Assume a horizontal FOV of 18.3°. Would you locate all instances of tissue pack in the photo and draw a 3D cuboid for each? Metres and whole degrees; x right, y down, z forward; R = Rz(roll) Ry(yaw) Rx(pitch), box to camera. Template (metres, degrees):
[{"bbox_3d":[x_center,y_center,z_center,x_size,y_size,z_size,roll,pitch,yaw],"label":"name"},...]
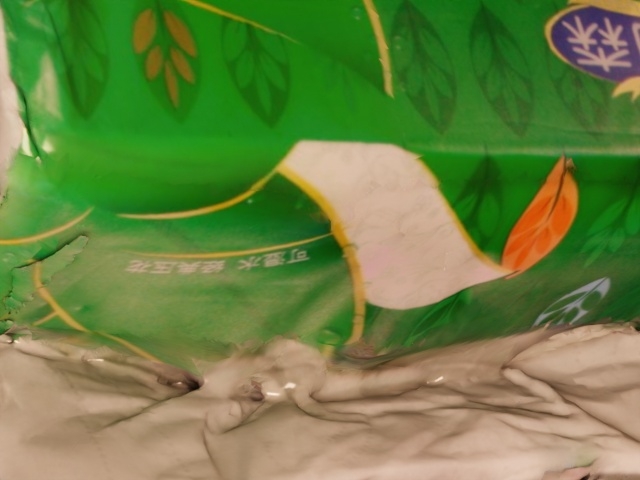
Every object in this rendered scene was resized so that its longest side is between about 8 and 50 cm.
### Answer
[{"bbox_3d":[-0.001,0.001,0.483,0.148,0.209,0.156,-46,51,51],"label":"tissue pack"}]
